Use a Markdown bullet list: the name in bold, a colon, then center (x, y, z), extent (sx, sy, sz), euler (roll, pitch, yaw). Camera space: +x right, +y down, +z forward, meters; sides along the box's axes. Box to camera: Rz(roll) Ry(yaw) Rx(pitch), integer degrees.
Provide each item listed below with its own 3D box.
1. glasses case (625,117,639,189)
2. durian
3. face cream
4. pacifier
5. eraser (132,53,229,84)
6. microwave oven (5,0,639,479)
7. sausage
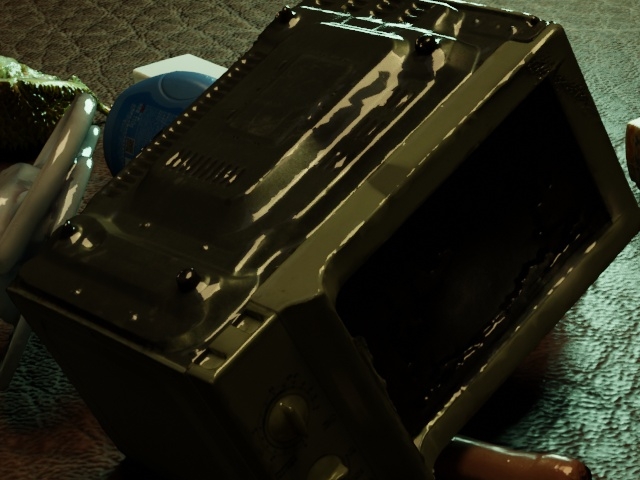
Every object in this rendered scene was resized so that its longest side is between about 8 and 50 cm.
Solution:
- **glasses case**: center (0.359, -0.052, 1.649), extent (0.049, 0.075, 0.218), euler (-18, 25, -22)
- **durian**: center (-0.322, -0.150, 2.064), extent (0.208, 0.102, 0.146), euler (5, 13, -42)
- **face cream**: center (-0.112, -0.082, 1.761), extent (0.083, 0.149, 0.264), euler (4, 12, -37)
- **pacifier**: center (-0.178, 0.014, 1.511), extent (0.226, 0.238, 0.287), euler (23, 9, -12)
- **eraser**: center (-0.094, -0.128, 1.950), extent (0.076, 0.078, 0.298), euler (-20, 26, -29)
- **microwave oven**: center (0.000, 0.000, 1.289), extent (0.355, 0.218, 0.286), euler (-45, 39, -21)
- **sausage**: center (0.101, 0.152, 1.273), extent (0.186, 0.043, 0.043), euler (12, 29, 36)
